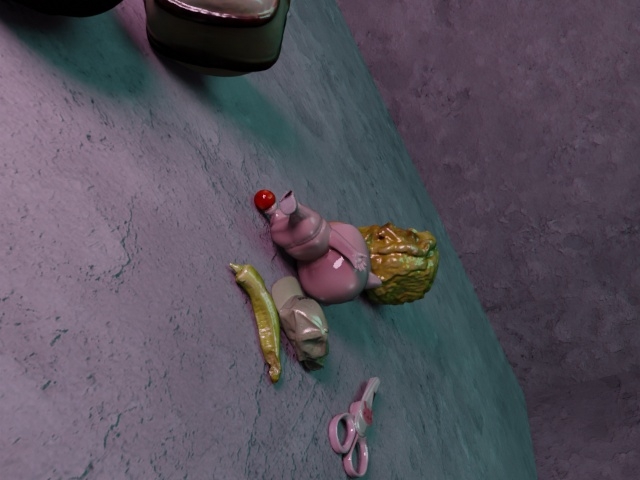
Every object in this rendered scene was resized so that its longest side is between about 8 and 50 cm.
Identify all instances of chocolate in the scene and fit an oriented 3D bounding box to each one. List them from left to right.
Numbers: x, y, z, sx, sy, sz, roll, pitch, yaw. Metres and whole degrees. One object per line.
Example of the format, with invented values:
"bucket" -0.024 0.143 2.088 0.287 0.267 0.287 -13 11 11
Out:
"chocolate" -0.189 -0.403 0.841 0.284 0.284 0.186 35 57 -50

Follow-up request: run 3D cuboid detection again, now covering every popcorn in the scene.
"popcorn" 0.193 0.052 1.237 0.286 0.225 0.173 44 29 -44

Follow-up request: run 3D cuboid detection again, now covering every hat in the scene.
"hat" -0.026 0.142 0.891 0.122 0.081 0.166 41 24 -49

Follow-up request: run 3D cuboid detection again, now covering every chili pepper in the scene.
"chili pepper" -0.091 0.127 0.799 0.049 0.043 0.208 -5 74 -79

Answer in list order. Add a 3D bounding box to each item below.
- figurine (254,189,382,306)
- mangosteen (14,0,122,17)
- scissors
"figurine" 0.000 0.000 0.954 0.287 0.176 0.186 44 36 -25
"mangosteen" -0.298 -0.394 0.560 0.235 0.262 0.235 50 27 -37
"scissors" 0.080 0.348 0.970 0.118 0.031 0.242 62 28 -11
